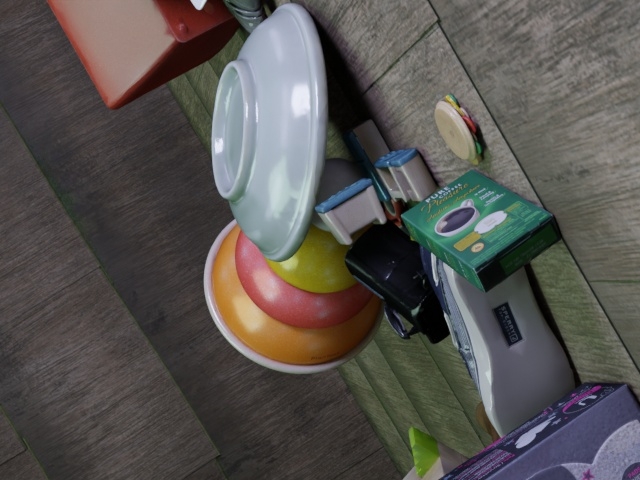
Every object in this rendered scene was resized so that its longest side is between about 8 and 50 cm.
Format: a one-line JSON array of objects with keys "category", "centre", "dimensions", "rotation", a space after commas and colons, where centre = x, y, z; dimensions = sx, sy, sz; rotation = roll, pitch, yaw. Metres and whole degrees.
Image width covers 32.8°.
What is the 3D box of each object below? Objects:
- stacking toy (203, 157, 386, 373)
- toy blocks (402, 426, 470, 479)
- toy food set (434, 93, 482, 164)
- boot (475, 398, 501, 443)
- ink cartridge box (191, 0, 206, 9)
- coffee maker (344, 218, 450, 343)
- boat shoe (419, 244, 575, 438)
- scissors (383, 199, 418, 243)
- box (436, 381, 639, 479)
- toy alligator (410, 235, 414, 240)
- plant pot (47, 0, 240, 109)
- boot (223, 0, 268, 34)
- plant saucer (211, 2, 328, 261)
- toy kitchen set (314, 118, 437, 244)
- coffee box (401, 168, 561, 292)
[{"category": "stacking toy", "centre": [0.000, 0.000, 1.883], "dimensions": [0.350, 0.351, 0.480], "rotation": [56, 154, 15]}, {"category": "toy blocks", "centre": [0.232, 0.505, 1.768], "dimensions": [0.381, 0.261, 0.190], "rotation": [31, -160, -15]}, {"category": "toy food set", "centre": [0.163, -0.130, 1.282], "dimensions": [0.083, 0.020, 0.082], "rotation": [56, 170, 21]}, {"category": "boot", "centre": [0.302, 0.333, 1.741], "dimensions": [0.112, 0.115, 0.305], "rotation": [58, 173, -17]}, {"category": "ink cartridge box", "centre": [-0.275, -0.543, 1.678], "dimensions": [0.353, 0.119, 0.207], "rotation": [56, 134, 15]}, {"category": "coffee maker", "centre": [0.134, 0.046, 1.666], "dimensions": [0.178, 0.120, 0.171], "rotation": [39, 147, 38]}, {"category": "boat shoe", "centre": [0.232, 0.115, 1.449], "dimensions": [0.158, 0.127, 0.340], "rotation": [-127, 17, -67]}, {"category": "scissors", "centre": [0.121, -0.024, 1.835], "dimensions": [0.109, 0.021, 0.297], "rotation": [56, 171, 6]}, {"category": "box", "centre": [0.286, 0.302, 1.302], "dimensions": [0.163, 0.247, 0.142], "rotation": [58, 172, 2]}, {"category": "toy alligator", "centre": [0.161, -0.022, 1.563], "dimensions": [0.190, 0.056, 0.051], "rotation": [32, -116, -83]}, {"category": "plant pot", "centre": [-0.285, -0.424, 1.923], "dimensions": [0.236, 0.267, 0.267], "rotation": [-13, 109, 52]}, {"category": "boot", "centre": [-0.167, -0.447, 1.798], "dimensions": [0.246, 0.083, 0.161], "rotation": [54, 169, 27]}, {"category": "plant saucer", "centre": [-0.097, -0.167, 1.678], "dimensions": [0.400, 0.101, 0.400], "rotation": [-178, 90, -72]}, {"category": "toy kitchen set", "centre": [0.049, -0.086, 1.561], "dimensions": [0.122, 0.166, 0.207], "rotation": [60, 170, -8]}, {"category": "coffee box", "centre": [0.183, -0.016, 1.265], "dimensions": [0.040, 0.113, 0.184], "rotation": [61, 170, -29]}]
